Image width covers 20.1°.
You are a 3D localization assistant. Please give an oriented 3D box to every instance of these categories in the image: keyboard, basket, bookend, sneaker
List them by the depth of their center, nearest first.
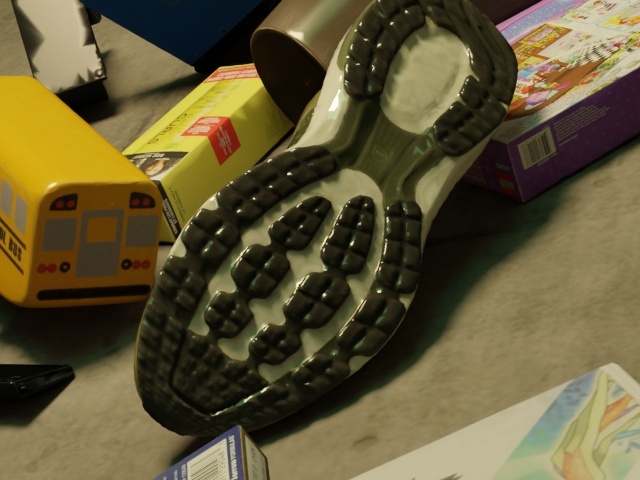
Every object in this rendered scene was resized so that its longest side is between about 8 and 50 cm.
[{"bbox_3d":[0.000,0.000,1.307,0.410,0.158,0.182,-52,-2,-32],"label":"sneaker"},{"bbox_3d":[-0.283,0.117,1.356,0.192,0.038,0.100,-3,6,34],"label":"keyboard"},{"bbox_3d":[0.063,-0.196,1.586,0.227,0.204,0.154,-41,-1,-22],"label":"basket"},{"bbox_3d":[-0.261,-0.195,1.889,0.072,0.156,0.157,-19,69,0],"label":"bookend"}]

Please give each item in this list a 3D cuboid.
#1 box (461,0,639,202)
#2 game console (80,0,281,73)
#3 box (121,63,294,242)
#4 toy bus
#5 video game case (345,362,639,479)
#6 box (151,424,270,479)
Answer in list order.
[{"bbox_3d":[0.212,-0.140,1.484,0.293,0.057,0.201,-30,28,-21],"label":"box"},{"bbox_3d":[-0.061,-0.314,1.780,0.293,0.250,0.173,-37,35,41],"label":"game console"},{"bbox_3d":[-0.107,-0.079,1.584,0.087,0.058,0.232,-1,30,36],"label":"box"},{"bbox_3d":[-0.245,-0.045,1.474,0.108,0.130,0.332,-4,23,-29],"label":"toy bus"},{"bbox_3d":[0.091,0.195,0.911,0.300,0.036,0.329,-23,25,-9],"label":"video game case"},{"bbox_3d":[-0.123,0.205,0.989,0.225,0.036,0.136,-32,27,11],"label":"box"}]
